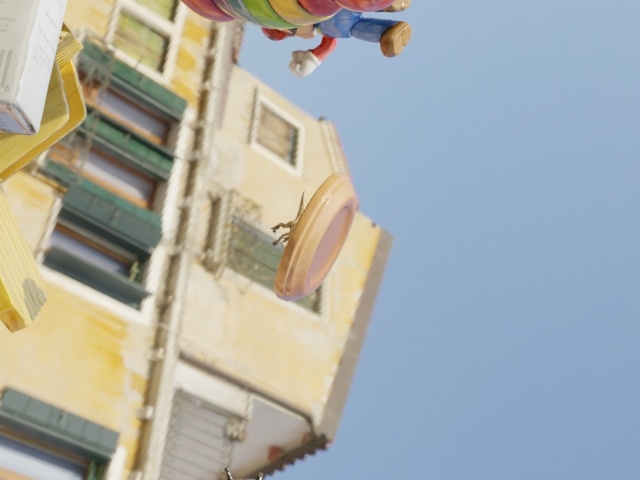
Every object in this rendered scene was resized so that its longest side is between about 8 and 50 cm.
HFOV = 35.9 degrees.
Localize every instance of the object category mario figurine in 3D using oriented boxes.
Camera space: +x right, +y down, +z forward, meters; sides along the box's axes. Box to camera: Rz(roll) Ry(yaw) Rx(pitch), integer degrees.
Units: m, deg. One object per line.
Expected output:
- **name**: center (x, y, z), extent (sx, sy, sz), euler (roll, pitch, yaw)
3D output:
- **mario figurine**: center (0.002, -0.415, 1.860), extent (0.320, 0.170, 0.198), euler (11, -97, 32)

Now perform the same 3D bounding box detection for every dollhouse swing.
- **dollhouse swing**: center (-0.400, -0.093, 1.437), extent (0.315, 0.305, 0.347), euler (-37, -170, -4)

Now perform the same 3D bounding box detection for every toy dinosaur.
- **toy dinosaur**: center (-0.054, -0.026, 2.089), extent (0.092, 0.053, 0.183), euler (-29, -151, 20)

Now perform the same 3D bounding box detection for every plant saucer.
- **plant saucer**: center (0.000, 0.000, 1.390), extent (0.200, 0.037, 0.200), euler (-59, 167, -23)

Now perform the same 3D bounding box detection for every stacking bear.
- **stacking bear**: center (-0.023, -0.330, 1.163), extent (0.289, 0.164, 0.175), euler (14, -124, 39)

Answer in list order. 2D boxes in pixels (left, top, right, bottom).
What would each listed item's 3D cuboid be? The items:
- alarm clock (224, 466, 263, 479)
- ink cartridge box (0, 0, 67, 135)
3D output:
- **alarm clock**: center (-0.123, 0.456, 1.534), extent (0.064, 0.129, 0.192), euler (5, 103, -85)
- **ink cartridge box**: center (-0.331, -0.213, 0.755), extent (0.060, 0.275, 0.239), euler (81, 16, -72)
